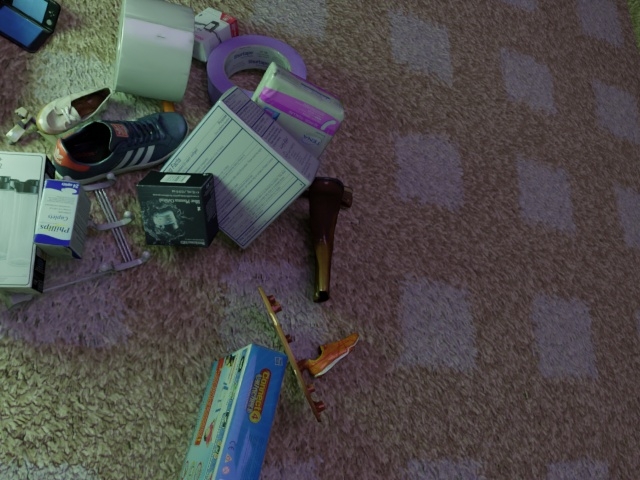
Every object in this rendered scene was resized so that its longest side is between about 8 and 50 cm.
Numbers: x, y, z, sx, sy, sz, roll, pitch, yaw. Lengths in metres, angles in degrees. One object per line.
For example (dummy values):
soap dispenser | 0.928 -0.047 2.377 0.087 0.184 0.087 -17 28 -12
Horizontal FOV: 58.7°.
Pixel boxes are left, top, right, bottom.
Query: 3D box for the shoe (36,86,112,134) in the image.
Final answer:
shoe | -0.596 -0.325 1.389 0.076 0.058 0.219 61 40 -21

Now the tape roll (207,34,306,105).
tape roll | -0.179 -0.452 1.603 0.275 0.090 0.275 4 59 -7

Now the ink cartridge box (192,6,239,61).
ink cartridge box | -0.324 -0.589 1.626 0.109 0.063 0.150 29 58 19

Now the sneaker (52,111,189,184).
sneaker | -0.474 -0.248 1.388 0.350 0.148 0.131 -32 81 -28

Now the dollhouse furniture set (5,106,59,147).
dollhouse furniture set | -0.682 -0.240 1.349 0.114 0.091 0.081 39 75 -11

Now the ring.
ring | -0.064 0.254 1.307 0.032 0.336 0.336 -23 82 -8

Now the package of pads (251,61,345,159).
package of pads | -0.095 -0.284 1.504 0.229 0.296 0.101 23 33 -24

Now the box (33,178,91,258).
box | -0.538 -0.041 1.193 0.072 0.126 0.137 6 75 -10

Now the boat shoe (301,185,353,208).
boat shoe | 0.016 -0.130 1.637 0.178 0.064 0.060 7 67 -26

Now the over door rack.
over door rack | -0.580 -0.011 1.289 0.324 0.108 0.239 -21 81 -30

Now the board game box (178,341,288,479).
board game box | -0.193 0.397 1.206 0.086 0.302 0.308 22 65 -17

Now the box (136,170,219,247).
box | -0.333 -0.074 1.345 0.156 0.158 0.093 2 29 6

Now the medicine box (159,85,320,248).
medicine box | -0.197 -0.177 1.406 0.289 0.263 0.149 42 27 -12

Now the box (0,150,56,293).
box | -0.664 -0.038 1.189 0.169 0.087 0.290 3 76 -10

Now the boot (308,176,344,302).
boot | 0.000 0.000 1.478 0.096 0.264 0.280 7 67 -6

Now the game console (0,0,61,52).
game console | -0.751 -0.570 1.431 0.144 0.124 0.085 31 35 -12

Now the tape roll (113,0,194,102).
tape roll | -0.429 -0.489 1.457 0.169 0.246 0.246 6 69 -24

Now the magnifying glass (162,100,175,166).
magnifying glass | -0.387 -0.271 1.523 0.092 0.026 0.231 -8 74 -27

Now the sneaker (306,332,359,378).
sneaker | 0.036 0.288 1.494 0.175 0.064 0.067 -32 77 -33
